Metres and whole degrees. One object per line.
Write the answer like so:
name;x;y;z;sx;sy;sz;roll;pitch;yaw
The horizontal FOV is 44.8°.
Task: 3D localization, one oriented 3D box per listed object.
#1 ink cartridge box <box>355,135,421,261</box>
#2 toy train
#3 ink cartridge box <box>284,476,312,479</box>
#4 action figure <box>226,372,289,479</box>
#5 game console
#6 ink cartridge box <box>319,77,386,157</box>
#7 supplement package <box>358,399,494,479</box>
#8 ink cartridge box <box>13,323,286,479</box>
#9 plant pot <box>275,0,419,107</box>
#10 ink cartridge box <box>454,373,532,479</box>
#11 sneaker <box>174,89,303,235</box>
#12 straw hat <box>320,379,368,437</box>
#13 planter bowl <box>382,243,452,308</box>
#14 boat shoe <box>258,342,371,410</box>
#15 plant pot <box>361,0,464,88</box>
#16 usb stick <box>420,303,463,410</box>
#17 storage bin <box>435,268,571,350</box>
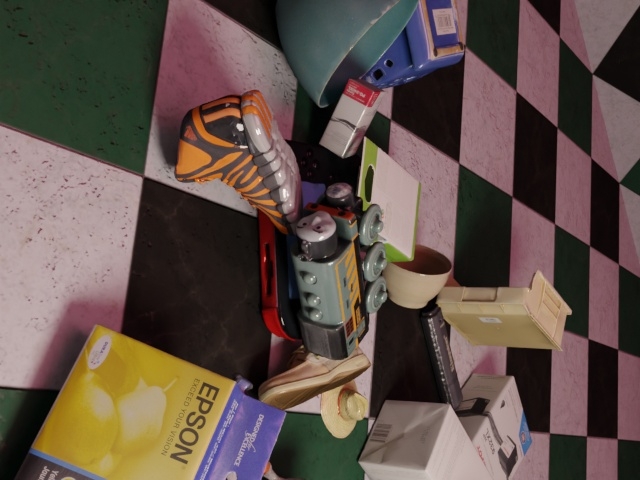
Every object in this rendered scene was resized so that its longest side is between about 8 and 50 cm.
ink cartridge box;0.111;-0.082;1.644;0.255;0.097;0.189;32;60;-51
toy train;0.031;0.062;1.419;0.190;0.142;0.334;-51;146;-40
ink cartridge box;-0.025;0.544;1.383;0.093;0.154;0.213;14;77;-53
action figure;-0.232;0.361;1.218;0.341;0.178;0.330;-35;111;-16
game console;0.000;0.000;1.585;0.342;0.060;0.387;1;86;-52
ink cartridge box;0.066;-0.255;1.612;0.151;0.063;0.109;-63;170;17
supplement package;0.244;0.524;1.751;0.293;0.175;0.178;59;43;-30
ink cartridge box;-0.238;0.311;1.070;0.072;0.307;0.304;106;5;-64
plant pot;0.027;-0.436;1.525;0.195;0.290;0.290;44;44;4
ink cartridge box;0.418;0.524;2.014;0.307;0.129;0.223;-39;117;-47
sneaker;-0.142;-0.120;1.340;0.321;0.180;0.125;67;18;-45
straw hat;0.067;0.346;1.633;0.144;0.061;0.145;6;82;-51
planter bowl;0.213;0.088;1.789;0.162;0.162;0.109;-23;131;-51
boat shoe;-0.021;0.249;1.508;0.302;0.109;0.098;-10;64;-50
plant pot;0.185;-0.475;1.747;0.236;0.212;0.236;-25;105;-50
usb stick;0.309;0.298;1.964;0.077;0.045;0.278;-31;111;-48
storage bin;0.470;0.177;2.011;0.260;0.262;0.123;42;57;-42
